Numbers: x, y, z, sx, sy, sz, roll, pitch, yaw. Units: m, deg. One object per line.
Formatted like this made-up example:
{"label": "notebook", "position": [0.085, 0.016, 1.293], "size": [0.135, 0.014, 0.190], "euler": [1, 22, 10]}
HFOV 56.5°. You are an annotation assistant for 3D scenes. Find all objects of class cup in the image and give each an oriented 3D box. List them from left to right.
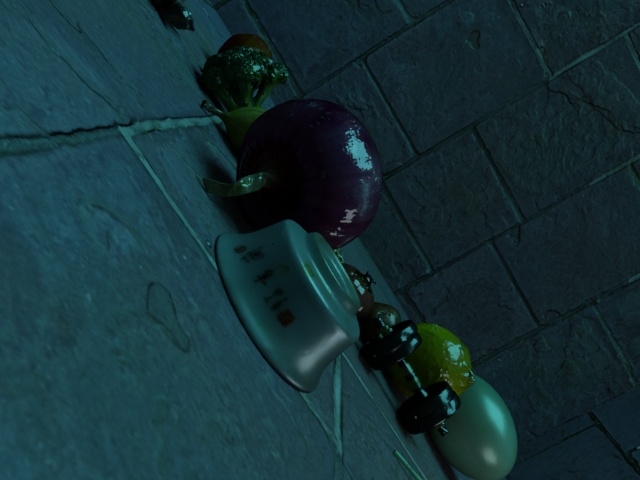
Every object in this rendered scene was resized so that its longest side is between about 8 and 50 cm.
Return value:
{"label": "cup", "position": [-0.033, 0.096, 1.136], "size": [0.347, 0.163, 0.347], "euler": [58, 8, -13]}

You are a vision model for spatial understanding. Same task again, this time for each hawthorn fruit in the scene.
{"label": "hawthorn fruit", "position": [-0.285, -0.635, 2.172], "size": [0.211, 0.211, 0.299], "euler": [55, 21, -24]}
{"label": "hawthorn fruit", "position": [0.180, 0.252, 1.883], "size": [0.189, 0.149, 0.149], "euler": [56, 8, -40]}

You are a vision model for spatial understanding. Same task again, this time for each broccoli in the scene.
{"label": "broccoli", "position": [-0.229, -0.464, 1.842], "size": [0.269, 0.269, 0.254], "euler": [58, 13, -7]}

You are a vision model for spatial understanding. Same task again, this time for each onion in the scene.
{"label": "onion", "position": [-0.038, -0.128, 1.330], "size": [0.358, 0.359, 0.345], "euler": [56, 31, -18]}

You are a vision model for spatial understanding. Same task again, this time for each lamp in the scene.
{"label": "lamp", "position": [0.092, 0.146, 1.770], "size": [0.182, 0.140, 0.182], "euler": [52, 11, -15]}

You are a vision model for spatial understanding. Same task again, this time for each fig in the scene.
{"label": "fig", "position": [-0.209, -0.329, 1.662], "size": [0.230, 0.143, 0.160], "euler": [55, 27, -36]}

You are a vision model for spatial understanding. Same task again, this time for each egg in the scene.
{"label": "egg", "position": [0.505, 0.621, 2.018], "size": [0.388, 0.276, 0.276], "euler": [60, 8, 31]}

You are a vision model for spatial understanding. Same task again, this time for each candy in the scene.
{"label": "candy", "position": [0.273, 0.613, 1.440], "size": [0.287, 0.084, 0.078], "euler": [51, 13, -5]}

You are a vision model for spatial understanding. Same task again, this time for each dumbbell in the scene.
{"label": "dumbbell", "position": [0.260, 0.394, 1.729], "size": [0.388, 0.185, 0.185], "euler": [58, 8, 3]}

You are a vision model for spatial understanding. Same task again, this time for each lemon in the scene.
{"label": "lemon", "position": [0.353, 0.400, 1.927], "size": [0.311, 0.253, 0.253], "euler": [18, -21, 39]}

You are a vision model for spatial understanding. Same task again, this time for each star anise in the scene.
{"label": "star anise", "position": [-0.457, -0.732, 1.826], "size": [0.229, 0.093, 0.236], "euler": [48, 12, -50]}

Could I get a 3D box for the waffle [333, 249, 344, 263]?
{"label": "waffle", "position": [0.010, 0.040, 1.864], "size": [0.148, 0.042, 0.102], "euler": [55, 34, -15]}
